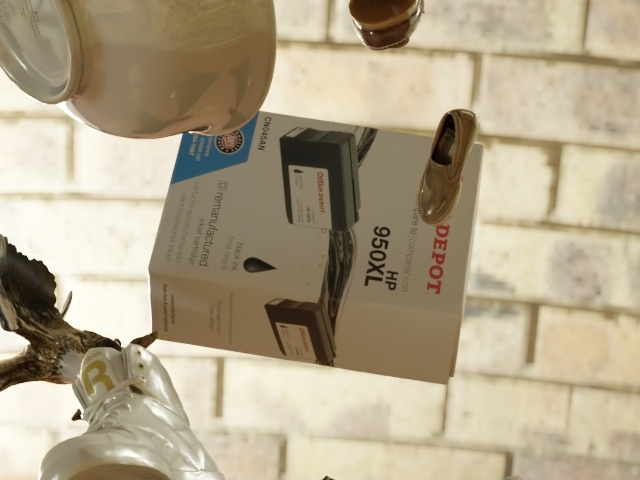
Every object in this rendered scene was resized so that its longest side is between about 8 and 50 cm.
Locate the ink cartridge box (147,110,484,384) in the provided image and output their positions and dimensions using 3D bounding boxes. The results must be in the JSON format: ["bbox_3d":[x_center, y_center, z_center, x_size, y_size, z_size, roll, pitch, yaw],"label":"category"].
[{"bbox_3d":[0.000,0.000,2.414,0.395,0.166,0.285,9,-125,3],"label":"ink cartridge box"}]

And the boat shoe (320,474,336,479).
[{"bbox_3d":[-0.085,0.306,1.825,0.079,0.254,0.095,50,179,12],"label":"boat shoe"}]

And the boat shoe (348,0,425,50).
[{"bbox_3d":[0.070,-0.226,1.853,0.073,0.073,0.207,-8,-154,9],"label":"boat shoe"}]

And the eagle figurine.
[{"bbox_3d":[-0.336,0.131,2.191,0.298,0.226,0.225,16,148,-40],"label":"eagle figurine"}]

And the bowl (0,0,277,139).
[{"bbox_3d":[-0.177,-0.193,1.434,0.134,0.298,0.298,-29,-142,-32],"label":"bowl"}]

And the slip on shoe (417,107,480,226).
[{"bbox_3d":[0.135,-0.081,2.072,0.051,0.135,0.041,31,-163,33],"label":"slip on shoe"}]

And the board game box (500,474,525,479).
[{"bbox_3d":[0.099,0.433,1.584,0.050,0.390,0.390,-5,162,-31],"label":"board game box"}]

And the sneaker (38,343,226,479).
[{"bbox_3d":[-0.194,0.172,1.691,0.169,0.108,0.292,60,-169,20],"label":"sneaker"}]
